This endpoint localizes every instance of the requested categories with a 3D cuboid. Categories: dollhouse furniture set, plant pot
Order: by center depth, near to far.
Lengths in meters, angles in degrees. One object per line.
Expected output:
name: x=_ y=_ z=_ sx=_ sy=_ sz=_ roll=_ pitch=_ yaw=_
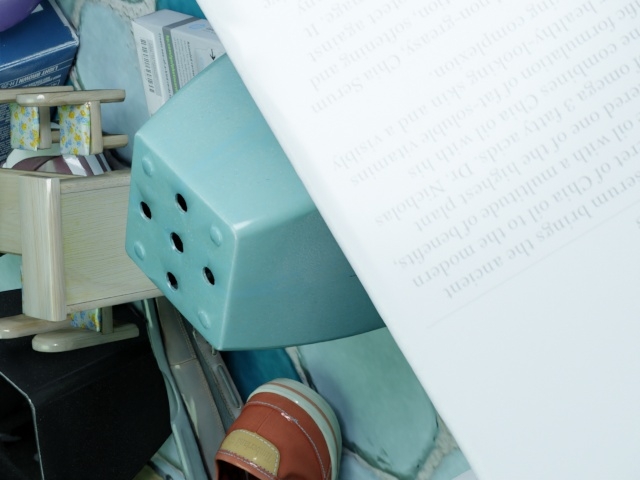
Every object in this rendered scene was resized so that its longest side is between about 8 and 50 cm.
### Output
plant pot: x=0.001 y=-0.041 z=1.033 sx=0.166 sy=0.234 sz=0.165 roll=45 pitch=142 yaw=30
dollhouse furniture set: x=-0.221 y=-0.014 z=1.325 sx=0.242 sy=0.161 sz=0.212 roll=7 pitch=102 yaw=46
plant pot: x=-0.247 y=0.147 z=1.575 sx=0.188 sy=0.167 sz=0.187 roll=34 pitch=139 yaw=40

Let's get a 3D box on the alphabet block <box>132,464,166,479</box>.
alphabet block: x=-0.214 y=0.358 z=1.646 sx=0.197 sy=0.193 sz=0.192 roll=30 pitch=132 yaw=42

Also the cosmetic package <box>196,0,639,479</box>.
cosmetic package: x=0.093 y=-0.095 z=0.838 sx=0.453 sy=0.230 sz=0.161 roll=60 pitch=-171 yaw=9

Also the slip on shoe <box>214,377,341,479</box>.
slip on shoe: x=-0.041 y=0.269 z=1.403 sx=0.123 sy=0.101 sz=0.331 roll=22 pitch=133 yaw=27

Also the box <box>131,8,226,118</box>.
box: x=-0.074 y=-0.098 z=1.287 sx=0.186 sy=0.038 sz=0.145 roll=22 pitch=129 yaw=49

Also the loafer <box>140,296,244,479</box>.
loafer: x=-0.105 y=0.099 z=1.445 sx=0.096 sy=0.084 sz=0.268 roll=-116 pitch=14 yaw=-77

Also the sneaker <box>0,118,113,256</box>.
sneaker: x=-0.260 y=0.004 z=1.563 sx=0.163 sy=0.106 sz=0.281 roll=58 pitch=147 yaw=5

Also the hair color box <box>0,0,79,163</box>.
hair color box: x=-0.356 y=-0.146 z=1.598 sx=0.174 sy=0.105 sz=0.347 roll=56 pitch=146 yaw=15

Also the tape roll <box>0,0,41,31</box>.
tape roll: x=-0.302 y=-0.271 z=1.360 sx=0.189 sy=0.189 sz=0.080 roll=63 pitch=148 yaw=4

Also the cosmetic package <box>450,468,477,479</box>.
cosmetic package: x=0.242 y=0.230 z=0.887 sx=0.385 sy=0.217 sz=0.156 roll=15 pitch=123 yaw=49
